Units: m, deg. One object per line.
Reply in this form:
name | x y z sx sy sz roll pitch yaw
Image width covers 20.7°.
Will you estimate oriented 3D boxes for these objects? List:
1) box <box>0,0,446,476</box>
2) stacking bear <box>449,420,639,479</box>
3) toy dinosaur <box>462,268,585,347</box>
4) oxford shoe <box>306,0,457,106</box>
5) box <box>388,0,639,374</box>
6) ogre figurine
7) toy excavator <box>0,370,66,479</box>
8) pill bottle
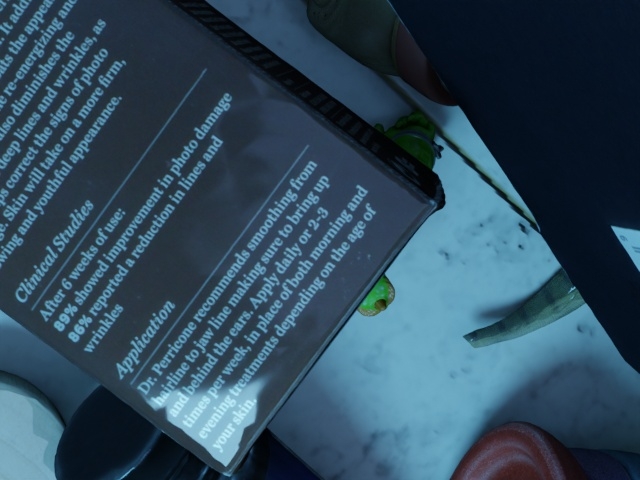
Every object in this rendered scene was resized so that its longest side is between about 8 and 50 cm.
box | -0.139 -0.066 0.959 0.381 0.143 0.191 37 99 -2
stacking bear | 0.230 0.232 1.153 0.289 0.175 0.164 19 55 -23
toy dinosaur | 0.230 0.010 1.159 0.268 0.064 0.118 -44 97 4
oxford shoe | 0.115 -0.249 1.060 0.348 0.130 0.123 -54 145 -14
box | 0.379 -0.103 0.959 0.472 0.297 0.480 -43 113 -16
ogre figurine | 0.000 0.000 1.089 0.197 0.118 0.097 -22 103 -3
toy excavator | -0.379 0.287 1.056 0.433 0.222 0.445 6 91 -11
pill bottle | -0.058 0.175 1.082 0.123 0.123 0.219 -44 123 1
